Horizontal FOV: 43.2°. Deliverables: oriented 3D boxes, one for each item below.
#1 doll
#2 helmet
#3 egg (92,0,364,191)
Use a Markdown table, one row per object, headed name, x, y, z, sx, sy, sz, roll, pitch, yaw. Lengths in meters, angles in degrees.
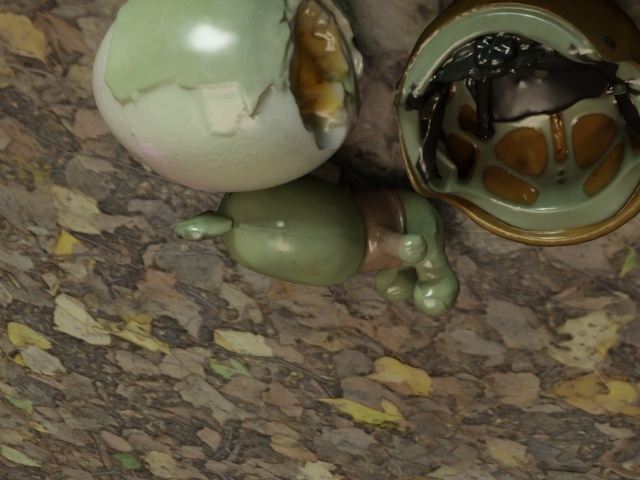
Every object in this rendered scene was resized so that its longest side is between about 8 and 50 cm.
| name | x | y | z | sx | sy | sz | roll | pitch | yaw |
| --- | --- | --- | --- | --- | --- | --- | --- | --- | --- |
| doll | 0.007 | -0.012 | 0.754 | 0.274 | 0.113 | 0.155 | 15 | -175 | -24 |
| helmet | 0.161 | -0.108 | 0.612 | 0.198 | 0.130 | 0.224 | -5 | 142 | 32 |
| egg | -0.085 | -0.128 | 0.656 | 0.217 | 0.183 | 0.183 | -2 | 133 | 33 |
